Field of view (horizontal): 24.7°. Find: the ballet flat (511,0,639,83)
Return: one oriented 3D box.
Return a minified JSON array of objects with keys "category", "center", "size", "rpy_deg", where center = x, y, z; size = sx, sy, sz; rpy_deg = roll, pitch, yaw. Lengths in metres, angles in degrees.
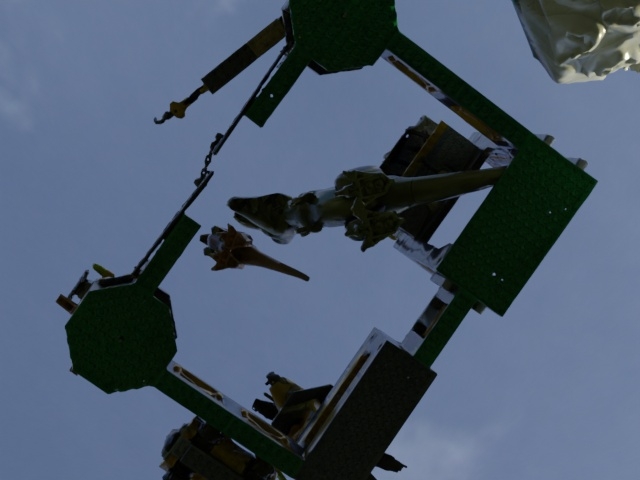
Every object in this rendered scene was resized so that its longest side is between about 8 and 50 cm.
[{"category":"ballet flat","center":[0.256,-0.241,0.731],"size":[0.147,0.147,0.409],"rpy_deg":[37,-89,9]}]

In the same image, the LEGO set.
[{"category":"LEGO set","center":[0.000,0.000,0.905],"size":[0.255,0.192,0.331],"rpy_deg":[27,-89,-7]}]
